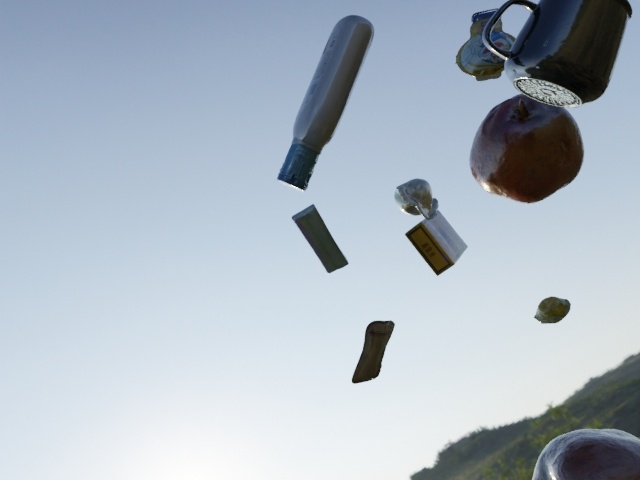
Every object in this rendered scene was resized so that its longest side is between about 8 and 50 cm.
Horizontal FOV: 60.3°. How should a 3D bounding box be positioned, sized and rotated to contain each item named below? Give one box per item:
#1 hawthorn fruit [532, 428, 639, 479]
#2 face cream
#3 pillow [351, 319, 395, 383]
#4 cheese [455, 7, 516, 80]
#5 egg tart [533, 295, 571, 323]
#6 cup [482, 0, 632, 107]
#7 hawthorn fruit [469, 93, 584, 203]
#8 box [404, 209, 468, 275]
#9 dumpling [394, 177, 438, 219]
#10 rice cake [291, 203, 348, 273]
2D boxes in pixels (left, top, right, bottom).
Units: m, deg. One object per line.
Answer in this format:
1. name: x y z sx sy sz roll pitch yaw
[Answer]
1. hawthorn fruit: 0.515 0.473 0.999 0.301 0.267 0.267 15 -51 -22
2. face cream: 0.005 -0.259 1.070 0.080 0.163 0.336 22 -92 -13
3. pillow: 0.172 0.362 1.794 0.131 0.038 0.232 3 -71 -41
4. cheese: 0.478 -0.563 1.586 0.177 0.270 0.069 -4 -29 22
5. egg tart: 0.639 0.188 1.528 0.105 0.105 0.039 -33 -68 -1
6. cup: 0.387 -0.335 0.913 0.169 0.223 0.176 -96 30 -81
7. hawthorn fruit: 0.514 -0.248 1.378 0.277 0.277 0.298 -31 -40 -3
8. box: 0.437 0.002 2.053 0.084 0.192 0.301 -41 -7 25
9. dumpling: 0.313 -0.128 1.753 0.124 0.151 0.229 -55 -13 24
10. rice cake: 0.001 0.000 1.664 0.080 0.042 0.221 -31 -70 2
